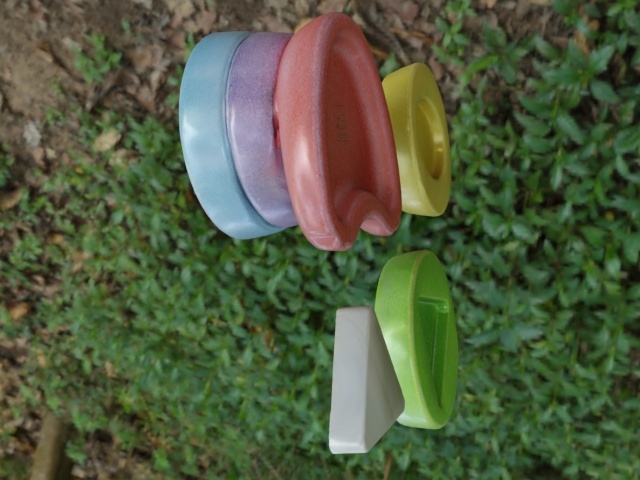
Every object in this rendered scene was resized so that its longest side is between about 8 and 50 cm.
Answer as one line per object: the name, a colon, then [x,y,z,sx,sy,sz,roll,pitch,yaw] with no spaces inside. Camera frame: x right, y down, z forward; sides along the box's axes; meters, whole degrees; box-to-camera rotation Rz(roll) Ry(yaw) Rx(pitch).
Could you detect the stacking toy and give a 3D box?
stacking toy: [0.000,0.000,0.630,0.130,0.280,0.309,-5,175,22]
